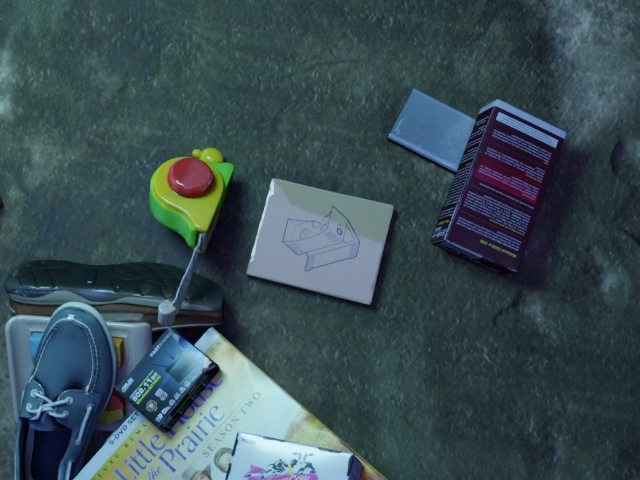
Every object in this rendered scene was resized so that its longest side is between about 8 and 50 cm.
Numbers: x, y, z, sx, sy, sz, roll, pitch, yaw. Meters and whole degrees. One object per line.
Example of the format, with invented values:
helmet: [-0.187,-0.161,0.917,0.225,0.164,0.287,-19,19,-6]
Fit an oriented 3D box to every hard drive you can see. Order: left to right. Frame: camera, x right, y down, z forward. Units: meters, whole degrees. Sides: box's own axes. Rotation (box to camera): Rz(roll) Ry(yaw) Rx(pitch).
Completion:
hard drive: [0.188,-0.174,1.515,0.135,0.022,0.094,27,81,4]

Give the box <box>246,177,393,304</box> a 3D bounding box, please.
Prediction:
box: [0.000,0.000,1.482,0.201,0.021,0.164,14,80,2]

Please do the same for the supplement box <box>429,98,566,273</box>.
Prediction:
supplement box: [0.277,-0.082,1.463,0.130,0.073,0.239,24,80,-10]

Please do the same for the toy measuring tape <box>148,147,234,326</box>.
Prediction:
toy measuring tape: [-0.220,-0.024,1.401,0.122,0.121,0.330,15,51,2]

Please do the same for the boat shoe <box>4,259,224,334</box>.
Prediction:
boat shoe: [-0.308,0.105,1.423,0.324,0.122,0.119,5,112,-3]

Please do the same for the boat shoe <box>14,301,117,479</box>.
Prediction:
boat shoe: [-0.367,0.242,1.326,0.116,0.099,0.319,16,110,-1]

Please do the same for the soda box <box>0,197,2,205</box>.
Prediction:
soda box: [-0.637,-0.046,1.446,0.263,0.092,0.083,-24,80,-4]

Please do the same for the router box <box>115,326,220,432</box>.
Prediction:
router box: [-0.218,0.199,1.347,0.092,0.038,0.122,34,77,24]

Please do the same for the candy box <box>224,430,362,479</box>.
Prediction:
candy box: [-0.049,0.362,1.218,0.165,0.070,0.196,7,68,16]

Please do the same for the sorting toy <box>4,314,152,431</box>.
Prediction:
sorting toy: [-0.353,0.203,1.384,0.208,0.038,0.192,2,116,-2]

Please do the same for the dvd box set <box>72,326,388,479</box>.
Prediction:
dvd box set: [-0.104,0.360,1.306,0.420,0.062,0.307,38,79,25]
